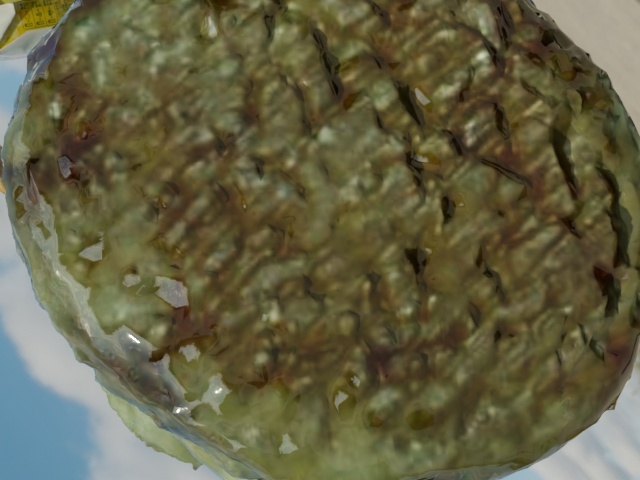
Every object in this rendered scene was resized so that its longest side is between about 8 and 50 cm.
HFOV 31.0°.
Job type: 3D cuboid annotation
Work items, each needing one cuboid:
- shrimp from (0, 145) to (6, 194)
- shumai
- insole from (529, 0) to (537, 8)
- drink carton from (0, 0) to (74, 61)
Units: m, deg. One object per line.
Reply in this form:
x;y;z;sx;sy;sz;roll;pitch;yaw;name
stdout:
-0.359;-0.088;1.298;0.059;0.023;0.108;48;-166;-50;shrimp
0.000;0.000;0.788;0.395;0.395;0.348;48;166;3;shumai
0.080;-0.309;1.043;0.328;0.007;0.111;38;179;-19;insole
-0.280;-0.201;1.055;0.200;0.084;0.074;-20;-76;-40;drink carton
